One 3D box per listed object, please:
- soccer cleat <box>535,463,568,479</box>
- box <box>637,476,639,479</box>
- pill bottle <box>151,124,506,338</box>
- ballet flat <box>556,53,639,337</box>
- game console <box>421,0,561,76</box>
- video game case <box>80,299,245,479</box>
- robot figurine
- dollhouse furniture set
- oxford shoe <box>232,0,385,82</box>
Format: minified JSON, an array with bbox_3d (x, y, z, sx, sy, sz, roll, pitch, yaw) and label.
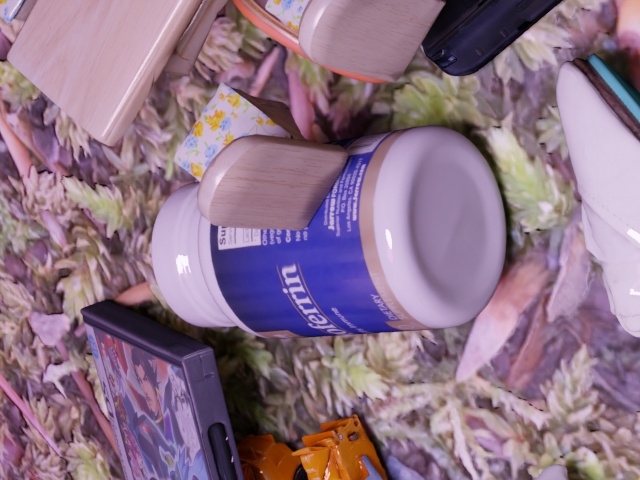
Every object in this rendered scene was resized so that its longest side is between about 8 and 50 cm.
[{"bbox_3d":[0.219,0.263,1.162,0.068,0.076,0.196,-14,119,37],"label":"soccer cleat"},{"bbox_3d":[0.280,0.192,1.058,0.105,0.043,0.179,42,113,42],"label":"box"},{"bbox_3d":[0.000,0.000,1.162,0.265,0.153,0.153,-7,104,40],"label":"pill bottle"},{"bbox_3d":[0.274,0.049,0.970,0.400,0.139,0.139,45,129,11],"label":"ballet flat"},{"bbox_3d":[0.170,-0.255,1.001,0.361,0.044,0.213,-39,81,40],"label":"game console"},{"bbox_3d":[-0.136,0.194,1.350,0.275,0.035,0.248,14,119,63],"label":"video game case"},{"bbox_3d":[0.020,0.307,1.316,0.211,0.085,0.291,-18,96,42],"label":"robot figurine"},{"bbox_3d":[-0.105,-0.261,0.983,0.362,0.256,0.394,40,108,24],"label":"dollhouse furniture set"},{"bbox_3d":[-0.027,-0.233,1.129,0.271,0.097,0.098,47,124,13],"label":"oxford shoe"}]
